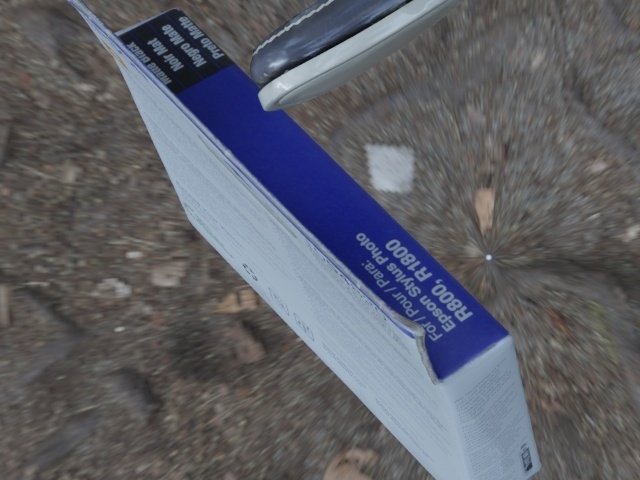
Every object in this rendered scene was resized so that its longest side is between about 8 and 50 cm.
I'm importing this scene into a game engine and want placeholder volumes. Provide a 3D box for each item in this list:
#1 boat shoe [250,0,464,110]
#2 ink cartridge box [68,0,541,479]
[{"bbox_3d":[0.044,-0.125,0.773,0.206,0.075,0.065,-37,91,-18],"label":"boat shoe"},{"bbox_3d":[0.000,0.000,0.854,0.045,0.224,0.223,-41,65,-9],"label":"ink cartridge box"}]
